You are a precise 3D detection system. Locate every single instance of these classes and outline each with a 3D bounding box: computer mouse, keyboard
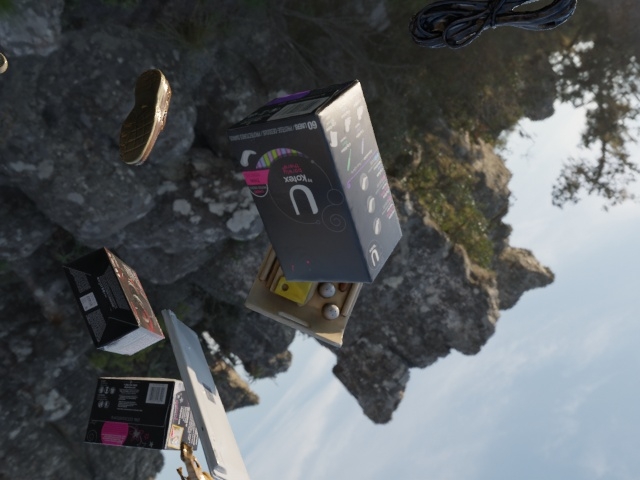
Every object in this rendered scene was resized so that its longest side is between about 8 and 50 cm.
[{"bbox_3d":[0.166,-0.357,0.545,0.188,0.272,0.072,0,-140,28],"label":"computer mouse"},{"bbox_3d":[-0.137,0.176,0.595,0.014,0.072,0.256,-34,-139,-4],"label":"keyboard"}]

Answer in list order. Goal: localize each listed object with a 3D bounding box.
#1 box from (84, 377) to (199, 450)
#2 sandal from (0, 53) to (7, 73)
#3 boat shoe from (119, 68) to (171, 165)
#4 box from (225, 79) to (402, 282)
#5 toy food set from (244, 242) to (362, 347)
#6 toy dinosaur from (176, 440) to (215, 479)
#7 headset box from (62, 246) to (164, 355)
[{"bbox_3d":[-0.435,0.435,1.288,0.247,0.164,0.142,-4,157,22],"label":"box"},{"bbox_3d":[-0.774,-0.419,1.099,0.049,0.180,0.072,-13,-115,51],"label":"sandal"},{"bbox_3d":[-0.298,-0.209,0.895,0.060,0.064,0.178,47,50,-65],"label":"boat shoe"},{"bbox_3d":[0.000,-0.081,0.786,0.165,0.271,0.143,-2,-148,33],"label":"box"},{"bbox_3d":[0.000,0.037,1.060,0.092,0.219,0.306,144,-30,-82],"label":"toy food set"},{"bbox_3d":[-0.195,0.445,0.897,0.112,0.212,0.064,-21,-156,44],"label":"toy dinosaur"},{"bbox_3d":[-0.513,0.167,1.302,0.110,0.218,0.293,-26,167,-11],"label":"headset box"}]
